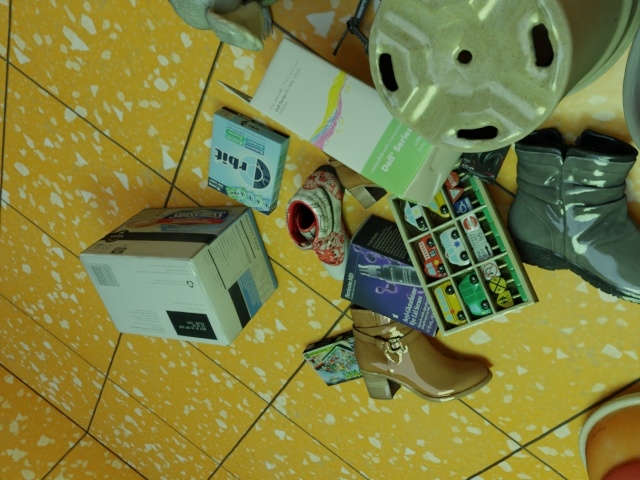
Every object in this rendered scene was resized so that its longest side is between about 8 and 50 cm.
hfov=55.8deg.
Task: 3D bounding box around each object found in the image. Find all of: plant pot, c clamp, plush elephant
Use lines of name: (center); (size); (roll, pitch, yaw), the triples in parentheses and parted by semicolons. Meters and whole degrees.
plant pot: (0.217, -0.273, 0.753); (0.334, 0.305, 0.333); (16, 129, 21)
c clamp: (0.072, -0.331, 0.931); (0.022, 0.160, 0.137); (14, 114, -23)
plush elephant: (-0.139, -0.423, 0.895); (0.272, 0.255, 0.330); (26, 132, 13)

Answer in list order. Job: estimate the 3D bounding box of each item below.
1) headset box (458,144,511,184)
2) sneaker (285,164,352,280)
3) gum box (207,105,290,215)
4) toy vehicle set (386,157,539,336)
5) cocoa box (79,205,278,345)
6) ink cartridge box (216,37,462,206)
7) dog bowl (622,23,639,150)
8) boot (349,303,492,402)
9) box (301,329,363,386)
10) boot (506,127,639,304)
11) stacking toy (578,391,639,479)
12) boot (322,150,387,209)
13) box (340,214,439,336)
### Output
headset box: (0.269, -0.141, 0.979); (0.062, 0.083, 0.032); (25, 175, 14)
sneaker: (-0.001, -0.001, 1.197); (0.090, 0.145, 0.270); (10, 127, 25)
gum box: (-0.152, -0.160, 1.245); (0.157, 0.041, 0.184); (27, 133, 12)
toy vehicle set: (0.235, 0.010, 1.024); (0.166, 0.035, 0.267); (-28, 74, 29)
cocoa box: (-0.317, 0.071, 1.386); (0.347, 0.228, 0.231); (1, 122, 31)
ink cartridge box: (0.035, -0.197, 0.955); (0.353, 0.207, 0.119); (34, 101, 18)
dog bowl: (0.468, -0.200, 0.622); (0.102, 0.348, 0.349); (13, 136, -18)
boot: (0.204, 0.219, 1.278); (0.283, 0.109, 0.220); (-7, 103, 28)
box: (0.062, 0.277, 1.437); (0.207, 0.036, 0.114); (-28, 106, 41)
boot: (0.446, -0.039, 0.912); (0.338, 0.118, 0.222); (15, 128, 23)
stacking toy: (0.583, 0.522, 0.990); (0.351, 0.480, 0.350); (17, 130, 21)
boot: (0.095, -0.158, 1.077); (0.197, 0.073, 0.152); (-36, 94, 38)
box: (0.157, 0.066, 1.175); (0.207, 0.108, 0.153); (20, 131, 17)
